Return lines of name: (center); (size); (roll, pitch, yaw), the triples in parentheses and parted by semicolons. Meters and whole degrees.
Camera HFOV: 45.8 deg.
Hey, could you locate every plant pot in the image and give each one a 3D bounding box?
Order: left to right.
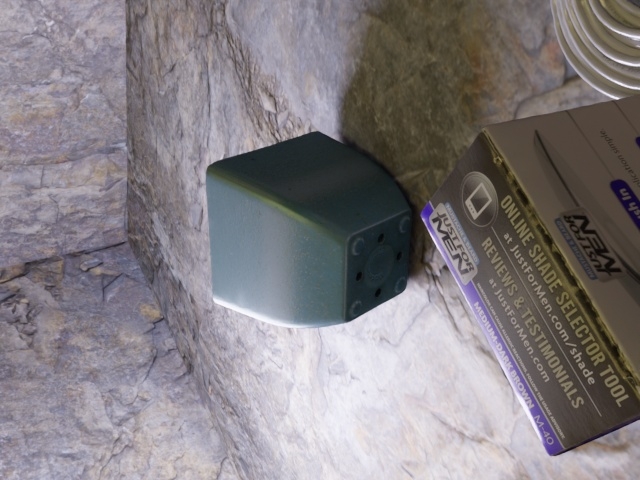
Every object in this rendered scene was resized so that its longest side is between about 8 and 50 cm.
plant pot: (0.000, 0.000, 1.180); (0.252, 0.248, 0.247); (25, 126, 39)

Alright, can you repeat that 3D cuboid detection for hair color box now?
hair color box: (0.262, -0.005, 0.522); (0.185, 0.339, 0.110); (65, 151, 22)

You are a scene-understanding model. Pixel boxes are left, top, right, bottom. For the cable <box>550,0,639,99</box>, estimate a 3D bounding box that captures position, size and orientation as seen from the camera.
cable: (0.297, -0.238, 0.625); (0.257, 0.089, 0.257); (69, 153, 15)
